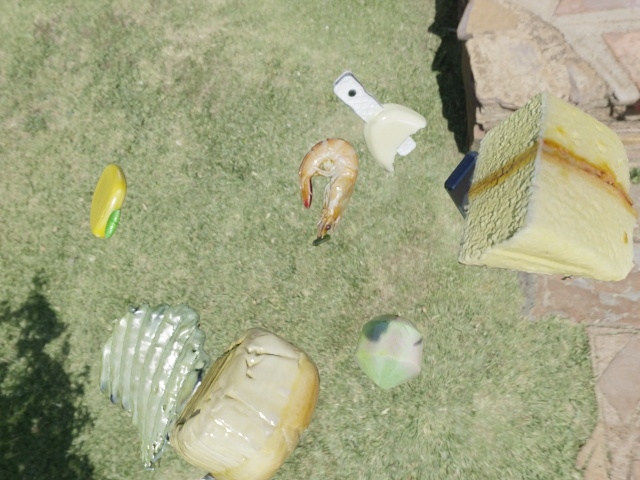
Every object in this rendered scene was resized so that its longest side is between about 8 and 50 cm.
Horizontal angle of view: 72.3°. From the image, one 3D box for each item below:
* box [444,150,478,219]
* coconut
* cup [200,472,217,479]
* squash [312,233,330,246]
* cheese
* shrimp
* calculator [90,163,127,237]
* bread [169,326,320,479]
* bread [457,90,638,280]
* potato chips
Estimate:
[{"bbox_3d":[0.502,-0.169,1.448,0.160,0.230,0.050,-51,41,-4],"label":"box"},{"bbox_3d":[0.220,0.357,1.399,0.236,0.204,0.235,6,62,-12],"label":"coconut"},{"bbox_3d":[-0.213,0.559,1.025,0.102,0.099,0.074,-14,98,39],"label":"cup"},{"bbox_3d":[0.000,0.000,1.594,0.027,0.027,0.083,42,43,24],"label":"squash"},{"bbox_3d":[0.106,-0.224,0.818,0.127,0.235,0.049,-39,42,24],"label":"cheese"},{"bbox_3d":[0.010,-0.120,1.003,0.133,0.053,0.235,13,97,-8],"label":"shrimp"},{"bbox_3d":[-0.476,-0.089,0.980,0.146,0.032,0.235,-58,39,15],"label":"calculator"},{"bbox_3d":[-0.083,0.183,0.475,0.106,0.236,0.140,33,57,-7],"label":"bread"},{"bbox_3d":[0.310,-0.052,0.591,0.178,0.135,0.240,24,65,-11],"label":"bread"},{"bbox_3d":[-0.418,0.339,1.088,0.373,0.097,0.389,44,109,31],"label":"potato chips"}]
